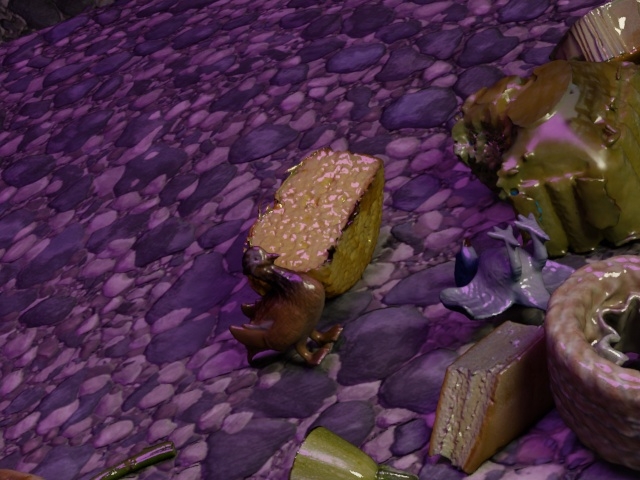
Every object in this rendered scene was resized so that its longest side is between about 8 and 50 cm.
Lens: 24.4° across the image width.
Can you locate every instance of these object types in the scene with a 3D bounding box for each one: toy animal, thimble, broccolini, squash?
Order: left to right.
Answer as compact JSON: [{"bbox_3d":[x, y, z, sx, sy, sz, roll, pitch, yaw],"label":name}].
[{"bbox_3d":[-0.286,0.338,1.871,0.271,0.062,0.123,-33,40,-22],"label":"broccolini"},{"bbox_3d":[-0.068,0.098,1.990,0.188,0.179,0.089,-36,16,36],"label":"toy animal"},{"bbox_3d":[0.042,0.281,1.703,0.132,0.105,0.105,15,44,23],"label":"squash"},{"bbox_3d":[0.251,0.052,1.890,0.239,0.176,0.255,-14,42,-21],"label":"toy animal"},{"bbox_3d":[0.352,0.133,1.627,0.196,0.148,0.229,-23,39,-11],"label":"thimble"}]

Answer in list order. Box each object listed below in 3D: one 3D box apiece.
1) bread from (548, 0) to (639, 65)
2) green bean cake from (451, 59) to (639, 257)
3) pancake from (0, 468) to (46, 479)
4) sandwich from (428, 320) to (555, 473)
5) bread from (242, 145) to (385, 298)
[{"bbox_3d":[0.451,-0.284,2.207,0.192,0.110,0.210,-21,-12,-17],"label":"bread"},{"bbox_3d":[0.311,-0.124,2.043,0.285,0.202,0.310,-12,31,24],"label":"green bean cake"},{"bbox_3d":[-0.433,0.428,1.745,0.382,0.071,0.382,-20,40,18],"label":"pancake"},{"bbox_3d":[0.226,0.161,1.748,0.258,0.096,0.094,-37,26,-27],"label":"sandwich"},{"bbox_3d":[-0.001,-0.003,2.135,0.160,0.147,0.260,3,44,24],"label":"bread"}]
